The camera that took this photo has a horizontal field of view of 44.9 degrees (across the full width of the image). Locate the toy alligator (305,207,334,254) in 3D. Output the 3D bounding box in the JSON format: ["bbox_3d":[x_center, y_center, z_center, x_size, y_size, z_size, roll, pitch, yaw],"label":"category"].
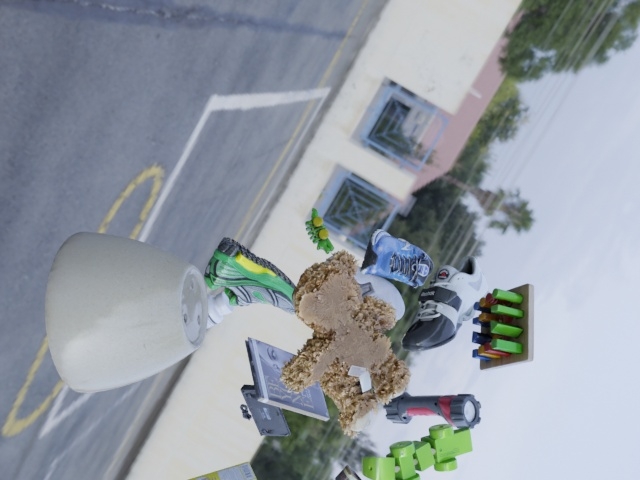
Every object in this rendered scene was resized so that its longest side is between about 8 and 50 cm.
[{"bbox_3d":[0.000,0.000,2.131,0.051,0.189,0.056,-21,165,-10],"label":"toy alligator"}]

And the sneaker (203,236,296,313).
[{"bbox_3d":[-0.181,0.121,2.107,0.146,0.343,0.134,-52,-142,5],"label":"sneaker"}]

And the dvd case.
[{"bbox_3d":[-0.076,0.322,1.793,0.018,0.221,0.164,-41,-136,25],"label":"dvd case"}]

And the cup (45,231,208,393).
[{"bbox_3d":[-0.365,0.139,1.566,0.331,0.237,0.331,-4,90,-79],"label":"cup"}]

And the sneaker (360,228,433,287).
[{"bbox_3d":[0.222,0.052,2.110,0.330,0.147,0.129,2,106,-61],"label":"sneaker"}]

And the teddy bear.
[{"bbox_3d":[0.040,0.179,1.328,0.245,0.338,0.113,-51,-147,-11],"label":"teddy bear"}]

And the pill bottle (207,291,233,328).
[{"bbox_3d":[-0.359,0.224,2.388,0.169,0.094,0.094,-26,-179,8],"label":"pill bottle"}]

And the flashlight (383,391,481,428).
[{"bbox_3d":[0.327,0.509,2.300,0.304,0.103,0.103,-14,-141,44],"label":"flashlight"}]

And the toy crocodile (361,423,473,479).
[{"bbox_3d":[0.262,0.559,2.023,0.341,0.115,0.105,-12,-178,-32],"label":"toy crocodile"}]

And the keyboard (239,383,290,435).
[{"bbox_3d":[-0.141,0.405,1.844,0.023,0.108,0.180,-74,155,-49],"label":"keyboard"}]

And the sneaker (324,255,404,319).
[{"bbox_3d":[0.120,0.137,2.236,0.101,0.269,0.153,-56,-178,-8],"label":"sneaker"}]

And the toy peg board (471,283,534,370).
[{"bbox_3d":[0.362,0.177,1.614,0.161,0.079,0.161,-32,-132,59],"label":"toy peg board"}]

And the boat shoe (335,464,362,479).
[{"bbox_3d":[0.083,0.586,1.810,0.049,0.152,0.056,-33,-155,0],"label":"boat shoe"}]

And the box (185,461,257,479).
[{"bbox_3d":[-0.159,0.354,0.981,0.105,0.179,0.043,-129,-145,-53],"label":"box"}]

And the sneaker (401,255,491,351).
[{"bbox_3d":[0.280,0.141,1.812,0.122,0.146,0.330,-3,-159,41],"label":"sneaker"}]
